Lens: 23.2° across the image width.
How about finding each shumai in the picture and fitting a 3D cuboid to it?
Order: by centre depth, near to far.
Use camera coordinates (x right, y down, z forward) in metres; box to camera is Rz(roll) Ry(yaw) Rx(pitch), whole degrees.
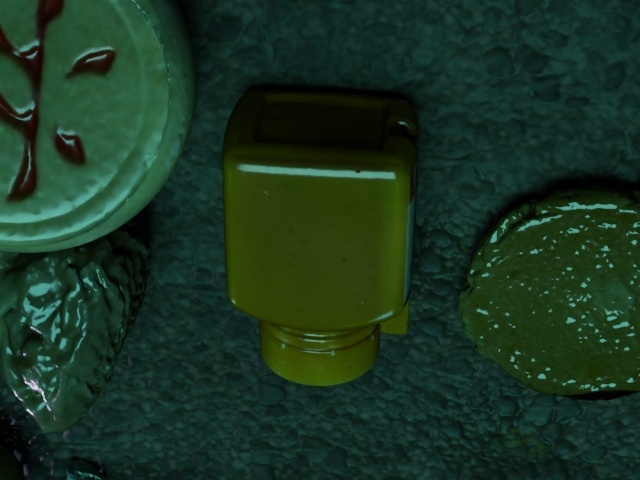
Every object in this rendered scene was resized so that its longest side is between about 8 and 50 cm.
[{"bbox_3d":[-0.239,0.047,1.278,0.175,0.166,0.206,18,123,1],"label":"shumai"}]

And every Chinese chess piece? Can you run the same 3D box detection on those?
[{"bbox_3d":[-0.215,-0.115,1.150,0.249,0.103,0.250,1,101,3],"label":"Chinese chess piece"}]

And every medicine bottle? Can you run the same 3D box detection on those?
[{"bbox_3d":[0.000,-0.001,1.240,0.149,0.112,0.222,4,126,4],"label":"medicine bottle"}]

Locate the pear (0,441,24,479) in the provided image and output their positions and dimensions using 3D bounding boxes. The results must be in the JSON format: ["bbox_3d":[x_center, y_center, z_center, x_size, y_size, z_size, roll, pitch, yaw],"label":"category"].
[{"bbox_3d":[-0.348,0.250,1.440,0.167,0.167,0.136,-27,121,24],"label":"pear"}]

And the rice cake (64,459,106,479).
[{"bbox_3d":[-0.252,0.298,1.534,0.043,0.034,0.211,20,126,-3],"label":"rice cake"}]

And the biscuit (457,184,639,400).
[{"bbox_3d":[0.225,0.043,1.285,0.226,0.042,0.226,4,125,6],"label":"biscuit"}]
